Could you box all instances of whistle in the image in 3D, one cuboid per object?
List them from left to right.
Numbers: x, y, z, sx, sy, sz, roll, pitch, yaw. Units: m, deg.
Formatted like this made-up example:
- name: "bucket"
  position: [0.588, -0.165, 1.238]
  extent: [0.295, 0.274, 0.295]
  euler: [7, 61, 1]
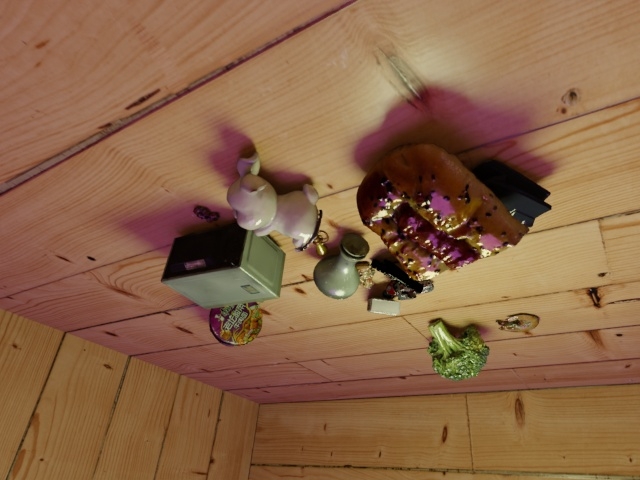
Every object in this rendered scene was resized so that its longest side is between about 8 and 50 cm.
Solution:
- name: "whistle"
  position: [-0.001, 0.005, 1.622]
  extent: [0.057, 0.046, 0.109]
  euler: [9, 145, 23]

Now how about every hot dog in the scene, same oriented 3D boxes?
- name: "hot dog"
  position: [0.282, -0.083, 1.202]
  extent: [0.365, 0.196, 0.367]
  euler: [50, 138, -9]

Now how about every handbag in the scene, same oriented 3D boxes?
- name: "handbag"
  position: [0.490, -0.081, 1.335]
  extent: [0.269, 0.118, 0.325]
  euler: [24, 146, -16]

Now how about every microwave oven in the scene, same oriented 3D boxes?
- name: "microwave oven"
  position: [-0.345, 0.087, 1.640]
  extent: [0.355, 0.218, 0.286]
  euler: [-12, 143, 26]

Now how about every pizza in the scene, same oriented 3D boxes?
- name: "pizza"
  position: [0.160, 0.157, 1.832]
  extent: [0.185, 0.052, 0.195]
  euler: [-14, 144, 34]

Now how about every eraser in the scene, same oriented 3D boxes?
- name: "eraser"
  position: [0.270, 0.285, 1.933]
  extent: [0.124, 0.068, 0.210]
  euler: [8, 172, 3]

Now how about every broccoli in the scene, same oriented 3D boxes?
- name: "broccoli"
  position: [0.668, 0.515, 2.193]
  extent: [0.249, 0.302, 0.375]
  euler: [-12, 179, -11]

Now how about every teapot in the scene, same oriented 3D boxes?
- name: "teapot"
  position: [0.084, 0.091, 1.641]
  extent: [0.183, 0.183, 0.251]
  euler: [13, 135, -12]

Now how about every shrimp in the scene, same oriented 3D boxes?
- name: "shrimp"
  position: [0.914, 0.378, 2.084]
  extent: [0.187, 0.052, 0.132]
  euler: [-10, 127, 14]

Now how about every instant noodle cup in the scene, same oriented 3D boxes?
- name: "instant noodle cup"
  position: [-0.413, 0.396, 2.147]
  extent: [0.251, 0.251, 0.190]
  euler: [13, 156, -11]

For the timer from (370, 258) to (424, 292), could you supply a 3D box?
- name: "timer"
  position: [0.293, 0.129, 1.700]
  extent: [0.187, 0.055, 0.144]
  euler: [30, 180, -21]

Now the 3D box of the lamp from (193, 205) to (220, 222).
- name: "lamp"
  position: [-0.396, -0.090, 1.541]
  extent: [0.063, 0.031, 0.083]
  euler: [-25, 133, 39]

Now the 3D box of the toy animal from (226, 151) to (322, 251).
- name: "toy animal"
  position: [-0.152, -0.107, 1.342]
  extent: [0.310, 0.183, 0.247]
  euler: [29, 137, -25]

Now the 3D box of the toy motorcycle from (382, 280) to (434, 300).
- name: "toy motorcycle"
  position: [0.356, 0.194, 1.836]
  extent: [0.213, 0.082, 0.122]
  euler: [-11, 156, 10]

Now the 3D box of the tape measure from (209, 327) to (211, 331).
- name: "tape measure"
  position: [-0.473, 0.437, 2.330]
  extent: [0.186, 0.112, 0.199]
  euler: [22, 140, -36]
